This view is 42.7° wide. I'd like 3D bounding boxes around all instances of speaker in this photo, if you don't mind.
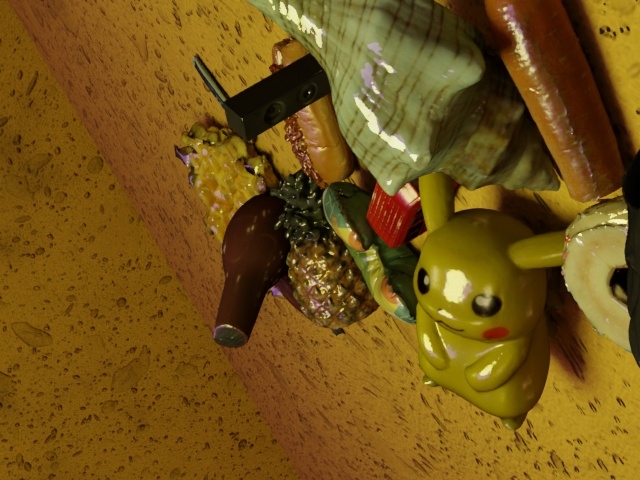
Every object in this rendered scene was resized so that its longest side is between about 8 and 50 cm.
[{"bbox_3d":[-0.029,-0.193,1.019,0.046,0.191,0.040,44,158,33],"label":"speaker"}]

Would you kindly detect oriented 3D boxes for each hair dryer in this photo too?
[{"bbox_3d":[-0.054,0.112,1.439,0.123,0.312,0.340,-18,132,28],"label":"hair dryer"}]

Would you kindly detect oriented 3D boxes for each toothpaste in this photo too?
[{"bbox_3d":[-0.199,-0.286,1.525,0.140,0.021,0.037,53,161,12],"label":"toothpaste"}]

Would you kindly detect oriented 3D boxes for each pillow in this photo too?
[{"bbox_3d":[0.081,0.014,1.176,0.233,0.086,0.214,58,-173,-2],"label":"pillow"}]

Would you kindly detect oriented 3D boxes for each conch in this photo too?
[{"bbox_3d":[0.082,-0.136,0.773,0.386,0.169,0.203,18,152,-25],"label":"conch"}]

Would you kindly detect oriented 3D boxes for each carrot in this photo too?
[{"bbox_3d":[0.211,-0.142,0.733,0.225,0.067,0.067,60,160,-18],"label":"carrot"}]

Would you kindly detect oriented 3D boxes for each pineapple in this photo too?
[{"bbox_3d":[0.000,0.000,1.330,0.158,0.158,0.278,14,131,62],"label":"pineapple"}]

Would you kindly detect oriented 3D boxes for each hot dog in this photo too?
[{"bbox_3d":[-0.017,-0.174,1.196,0.102,0.076,0.249,26,144,48],"label":"hot dog"}]

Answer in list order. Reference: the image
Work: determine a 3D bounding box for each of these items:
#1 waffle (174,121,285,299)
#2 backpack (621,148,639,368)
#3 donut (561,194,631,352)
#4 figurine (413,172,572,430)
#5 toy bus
[{"bbox_3d":[-0.150,-0.062,1.665,0.380,0.095,0.382,26,142,53],"label":"waffle"},{"bbox_3d":[0.315,-0.019,0.416,0.363,0.255,0.445,41,169,39],"label":"backpack"},{"bbox_3d":[0.306,0.029,0.751,0.175,0.068,0.174,36,146,29],"label":"donut"},{"bbox_3d":[0.203,0.072,0.946,0.218,0.169,0.326,22,147,32],"label":"figurine"},{"bbox_3d":[0.118,-0.070,1.022,0.081,0.089,0.195,50,159,16],"label":"toy bus"}]
